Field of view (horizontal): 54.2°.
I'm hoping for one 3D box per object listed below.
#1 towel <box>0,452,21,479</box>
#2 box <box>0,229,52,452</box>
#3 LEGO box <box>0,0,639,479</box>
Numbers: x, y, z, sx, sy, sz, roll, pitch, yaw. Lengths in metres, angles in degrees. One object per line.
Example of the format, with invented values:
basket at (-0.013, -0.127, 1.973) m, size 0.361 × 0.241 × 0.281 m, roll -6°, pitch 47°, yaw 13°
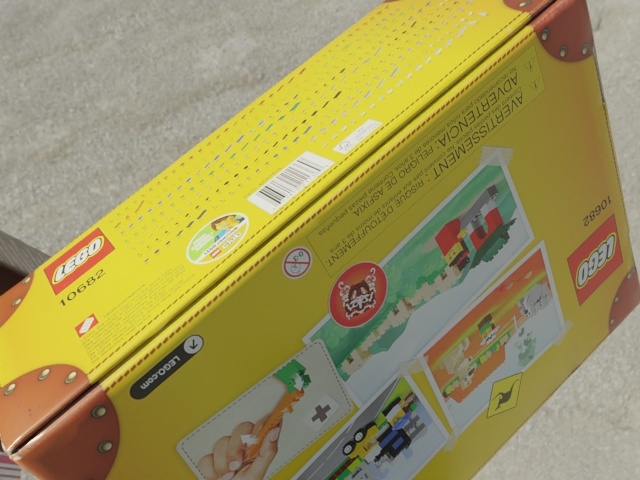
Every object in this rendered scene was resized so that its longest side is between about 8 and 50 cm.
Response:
towel at (-0.670, 0.506, 1.223) m, size 0.144 × 0.029 × 0.197 m, roll 24°, pitch 37°, yaw -34°
box at (-0.339, 0.115, 0.698) m, size 0.143 × 0.381 × 0.191 m, roll 33°, pitch 85°, yaw 43°
LEGO box at (0.038, 0.060, 0.569) m, size 0.500 × 0.373 × 0.193 m, roll -40°, pitch 36°, yaw -14°
